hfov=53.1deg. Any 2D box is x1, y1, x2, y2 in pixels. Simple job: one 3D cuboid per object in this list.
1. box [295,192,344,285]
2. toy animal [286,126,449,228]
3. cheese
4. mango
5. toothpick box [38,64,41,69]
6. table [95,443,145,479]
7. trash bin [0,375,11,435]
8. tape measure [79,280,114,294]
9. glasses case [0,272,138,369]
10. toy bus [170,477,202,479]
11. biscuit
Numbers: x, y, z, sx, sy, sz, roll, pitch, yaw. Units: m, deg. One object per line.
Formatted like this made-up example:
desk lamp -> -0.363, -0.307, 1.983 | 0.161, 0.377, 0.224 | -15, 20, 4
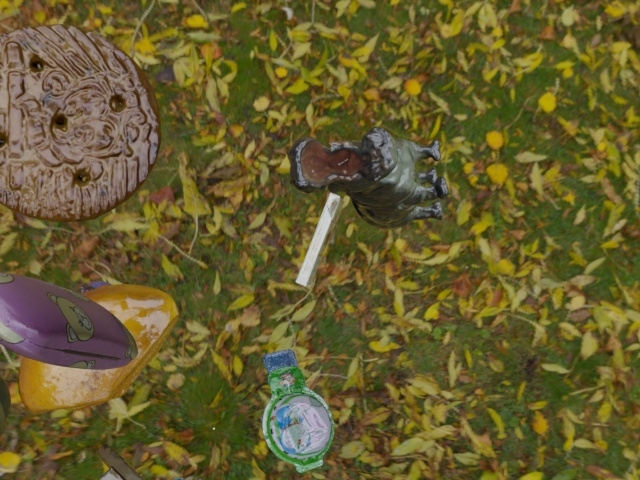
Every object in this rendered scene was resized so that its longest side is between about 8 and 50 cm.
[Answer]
box -> 0.000, 0.000, 1.144 | 0.024, 0.090, 0.167 | 22, 91, 6
toy animal -> 0.088, -0.092, 0.906 | 0.168, 0.343, 0.106 | -12, 78, 21
cheese -> -0.071, 0.447, 1.707 | 0.203, 0.083, 0.321 | -8, 69, -26
mango -> -0.401, 0.198, 1.162 | 0.350, 0.201, 0.199 | -38, 120, 19
toothpick box -> -0.515, -0.252, 1.120 | 0.111, 0.111, 0.181 | 0, 37, -10
table -> -0.166, 0.269, 0.393 | 0.167, 0.167, 0.226 | 44, 63, 5
trash bin -> -0.833, 0.405, 1.416 | 0.214, 0.334, 0.214 | 6, 113, 15
tape measure -> -0.570, 0.160, 1.665 | 0.125, 0.118, 0.074 | 32, 107, -20
glasses case -> -0.336, 0.111, 0.836 | 0.123, 0.316, 0.076 | 38, 83, 15
toy bus -> -0.376, 0.597, 1.316 | 0.271, 0.133, 0.165 | 0, 67, -39
biscuit -> -0.244, -0.109, 0.604 | 0.187, 0.027, 0.188 | 0, 90, -18
